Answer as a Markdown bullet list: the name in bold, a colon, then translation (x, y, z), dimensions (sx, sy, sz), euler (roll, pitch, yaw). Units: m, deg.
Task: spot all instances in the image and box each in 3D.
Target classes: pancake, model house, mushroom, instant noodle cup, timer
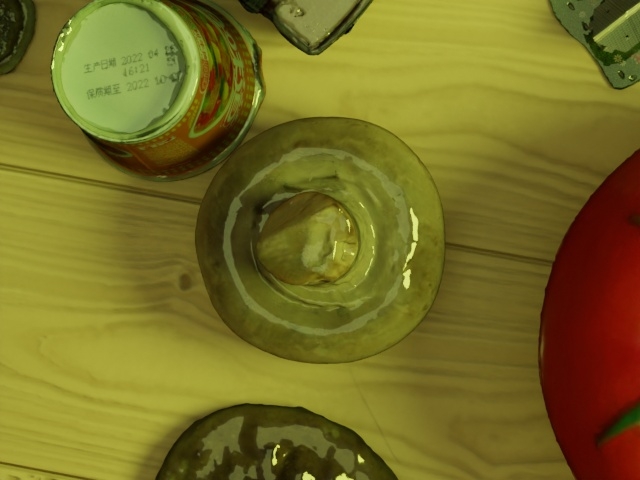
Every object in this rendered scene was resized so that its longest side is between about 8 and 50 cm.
- **pancake**: translation (-0.292, -0.187, 1.664), dimensions (0.108, 0.017, 0.108), euler (1, 94, 8)
- **model house**: translation (0.273, -0.210, 1.573), dimensions (0.167, 0.088, 0.117), euler (-34, 88, 5)
- **mushroom**: translation (0.000, 0.000, 1.546), dimensions (0.204, 0.204, 0.204), euler (0, 90, 6)
- **instant noodle cup**: translation (-0.137, -0.130, 1.565), dimensions (0.168, 0.185, 0.168), euler (0, 91, 5)
- **pancake**: translation (-0.039, 0.253, 1.626), dimensions (0.241, 0.050, 0.242), euler (0, 90, 6)
- **timer**: translation (0.353, 0.082, 1.473), dimensions (0.377, 0.279, 0.378), euler (0, 90, 9)

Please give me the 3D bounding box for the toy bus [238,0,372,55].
- **toy bus**: translation (-0.082, -0.283, 1.587), dimensions (0.317, 0.138, 0.112), euler (45, 99, 3)
